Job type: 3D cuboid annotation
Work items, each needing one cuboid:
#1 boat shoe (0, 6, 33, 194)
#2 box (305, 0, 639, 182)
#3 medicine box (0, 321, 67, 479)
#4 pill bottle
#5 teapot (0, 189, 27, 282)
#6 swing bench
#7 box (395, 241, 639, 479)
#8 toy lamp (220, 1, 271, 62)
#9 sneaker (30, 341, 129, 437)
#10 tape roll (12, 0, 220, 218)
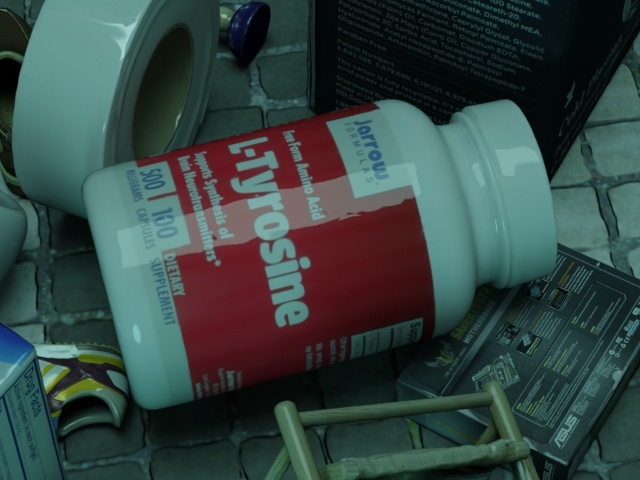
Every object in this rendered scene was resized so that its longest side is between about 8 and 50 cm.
[{"bbox_3d":[-0.326,-0.173,1.899,0.095,0.095,0.257,-16,54,-12],"label":"boat shoe"},{"bbox_3d":[0.218,-0.392,1.828,0.297,0.472,0.480,23,57,17],"label":"box"},{"bbox_3d":[-0.364,0.225,1.487,0.149,0.263,0.289,28,57,20],"label":"medicine box"},{"bbox_3d":[0.000,0.000,1.634,0.407,0.229,0.229,-15,54,-8],"label":"pill bottle"},{"bbox_3d":[-0.417,0.006,1.705,0.252,0.256,0.187,28,92,-5],"label":"teapot"},{"bbox_3d":[0.088,0.267,1.458,0.253,0.165,0.255,-3,45,-39],"label":"swing bench"},{"bbox_3d":[0.206,0.108,1.704,0.183,0.056,0.231,24,56,20],"label":"box"},{"bbox_3d":[-0.191,-0.280,1.995,0.274,0.080,0.080,23,56,14],"label":"toy lamp"},{"bbox_3d":[-0.274,0.145,1.670,0.185,0.070,0.084,-5,47,-2],"label":"sneaker"},{"bbox_3d":[-0.199,-0.157,1.771,0.100,0.286,0.286,16,54,13],"label":"tape roll"}]
